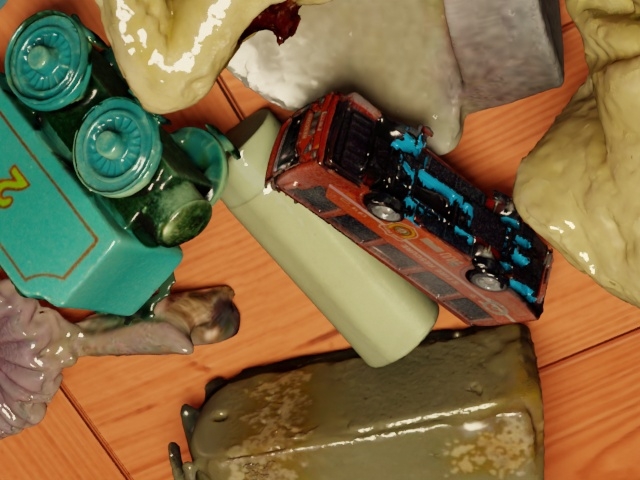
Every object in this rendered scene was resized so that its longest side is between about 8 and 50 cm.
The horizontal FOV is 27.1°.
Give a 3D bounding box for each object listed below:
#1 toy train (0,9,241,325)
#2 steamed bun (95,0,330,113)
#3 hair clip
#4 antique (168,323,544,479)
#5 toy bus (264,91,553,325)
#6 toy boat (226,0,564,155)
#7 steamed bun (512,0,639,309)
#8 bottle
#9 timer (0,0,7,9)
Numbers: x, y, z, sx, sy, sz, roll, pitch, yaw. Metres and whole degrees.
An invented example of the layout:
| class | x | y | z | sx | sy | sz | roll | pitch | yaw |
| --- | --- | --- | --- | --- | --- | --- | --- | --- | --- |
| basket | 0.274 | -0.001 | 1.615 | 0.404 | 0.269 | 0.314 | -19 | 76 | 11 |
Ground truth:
| class | x | y | z | sx | sy | sz | roll | pitch | yaw |
| --- | --- | --- | --- | --- | --- | --- | --- | --- | --- |
| toy train | -0.164 | -0.050 | 0.900 | 0.163 | 0.112 | 0.203 | -47 | 64 | 12 |
| steamed bun | -0.057 | -0.174 | 0.778 | 0.155 | 0.141 | 0.172 | -17 | 110 | 2 |
| hair clip | -0.215 | 0.077 | 1.030 | 0.300 | 0.069 | 0.173 | -6 | 116 | 7 |
| antique | 0.028 | 0.158 | 1.023 | 0.284 | 0.125 | 0.150 | -5 | 116 | 6 |
| toy bus | 0.066 | -0.016 | 0.923 | 0.235 | 0.073 | 0.096 | 33 | 148 | -30 |
| toy boat | 0.034 | -0.182 | 0.877 | 0.293 | 0.111 | 0.276 | -19 | 115 | 27 |
| steamed bun | 0.247 | -0.153 | 0.753 | 0.230 | 0.325 | 0.372 | 25 | 132 | -1 |
| bottle | 0.000 | 0.000 | 0.976 | 0.072 | 0.072 | 0.201 | -35 | 109 | 19 |
| timer | -0.289 | -0.238 | 0.844 | 0.232 | 0.091 | 0.250 | 43 | 116 | -2 |
